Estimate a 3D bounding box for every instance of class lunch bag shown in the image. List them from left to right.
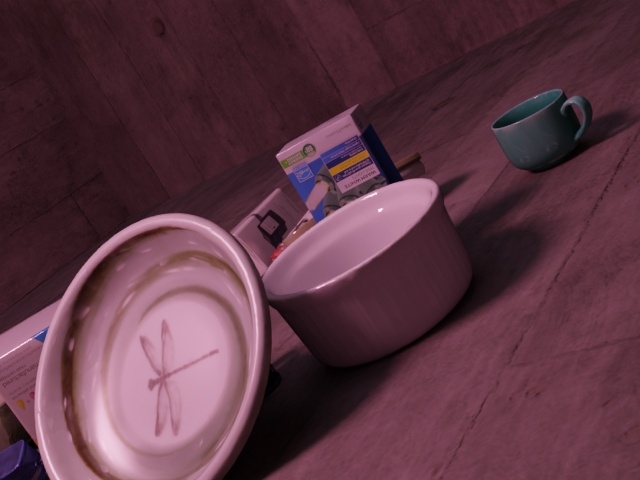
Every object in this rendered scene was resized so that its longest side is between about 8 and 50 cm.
[{"bbox_3d":[-0.473,0.365,1.594,0.098,0.065,0.067,-30,32,17],"label":"lunch bag"}]

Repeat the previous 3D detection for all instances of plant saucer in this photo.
[{"bbox_3d":[-0.199,0.167,1.302,0.401,0.400,0.101,-24,-30,29],"label":"plant saucer"}]

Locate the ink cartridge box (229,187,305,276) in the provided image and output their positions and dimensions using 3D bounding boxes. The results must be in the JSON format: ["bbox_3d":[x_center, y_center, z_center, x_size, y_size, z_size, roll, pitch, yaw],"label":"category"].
[{"bbox_3d":[-0.144,0.020,2.014,0.172,0.100,0.237,-41,6,32],"label":"ink cartridge box"}]

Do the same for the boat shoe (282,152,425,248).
[{"bbox_3d":[0.077,-0.042,1.799,0.302,0.103,0.113,-36,0,-17],"label":"boat shoe"}]

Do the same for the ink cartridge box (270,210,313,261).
[{"bbox_3d":[-0.013,0.001,1.868,0.099,0.056,0.135,-3,43,53],"label":"ink cartridge box"}]

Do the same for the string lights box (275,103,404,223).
[{"bbox_3d":[0.062,-0.055,1.516,0.133,0.259,0.077,-28,12,21],"label":"string lights box"}]

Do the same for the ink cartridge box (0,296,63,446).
[{"bbox_3d":[-0.358,0.217,1.513,0.171,0.232,0.168,-32,14,-6],"label":"ink cartridge box"}]

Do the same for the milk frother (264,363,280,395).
[{"bbox_3d":[-0.153,0.170,1.435,0.143,0.134,0.129,-32,12,-3],"label":"milk frother"}]

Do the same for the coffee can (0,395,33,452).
[{"bbox_3d":[-0.631,0.328,1.797,0.202,0.201,0.275,-17,19,49],"label":"coffee can"}]

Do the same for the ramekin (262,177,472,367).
[{"bbox_3d":[0.068,0.046,1.365,0.277,0.135,0.277,-30,17,10],"label":"ramekin"}]

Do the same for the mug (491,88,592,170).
[{"bbox_3d":[0.360,-0.171,1.643,0.129,0.097,0.158,-32,13,-7],"label":"mug"}]
